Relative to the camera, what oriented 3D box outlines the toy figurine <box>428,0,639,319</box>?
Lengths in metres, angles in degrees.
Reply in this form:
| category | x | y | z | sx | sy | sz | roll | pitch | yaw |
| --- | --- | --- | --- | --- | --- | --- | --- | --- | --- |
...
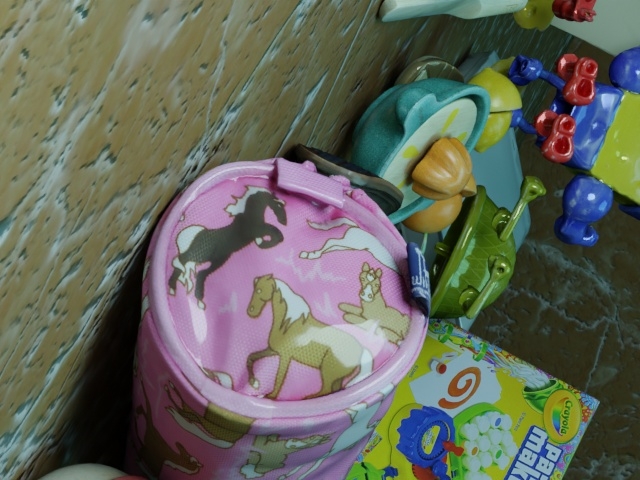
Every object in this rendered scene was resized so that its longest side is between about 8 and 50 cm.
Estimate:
| category | x | y | z | sx | sy | sz | roll | pitch | yaw |
| --- | --- | --- | --- | --- | --- | --- | --- | --- | --- |
| toy figurine | 0.251 | -0.060 | 1.653 | 0.362 | 0.217 | 0.191 | -68 | -162 | -3 |

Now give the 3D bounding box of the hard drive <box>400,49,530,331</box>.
| category | x | y | z | sx | sy | sz | roll | pitch | yaw |
| --- | --- | --- | --- | --- | --- | --- | --- | --- | --- |
| hard drive | 0.141 | -0.049 | 1.900 | 0.307 | 0.040 | 0.203 | -49 | 130 | -63 |

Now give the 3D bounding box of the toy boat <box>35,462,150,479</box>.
| category | x | y | z | sx | sy | sz | roll | pitch | yaw |
| --- | --- | --- | --- | --- | --- | --- | --- | --- | --- |
| toy boat | -0.126 | 0.228 | 1.005 | 0.231 | 0.151 | 0.151 | -55 | 170 | -45 |

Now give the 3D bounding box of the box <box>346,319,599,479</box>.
| category | x | y | z | sx | sy | sz | roll | pitch | yaw |
| --- | --- | --- | --- | --- | --- | --- | --- | --- | --- |
| box | 0.053 | 0.223 | 1.728 | 0.290 | 0.279 | 0.177 | -56 | 170 | -39 |

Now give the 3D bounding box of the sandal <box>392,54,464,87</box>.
| category | x | y | z | sx | sy | sz | roll | pitch | yaw |
| --- | --- | --- | --- | --- | --- | --- | --- | --- | --- |
| sandal | 0.088 | -0.119 | 1.612 | 0.072 | 0.049 | 0.180 | -52 | 162 | 8 |

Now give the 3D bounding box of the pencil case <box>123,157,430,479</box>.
| category | x | y | z | sx | sy | sz | roll | pitch | yaw |
| --- | --- | --- | --- | --- | --- | --- | --- | --- | --- |
| pencil case | -0.042 | 0.109 | 1.160 | 0.167 | 0.160 | 0.386 | -22 | 155 | -21 |

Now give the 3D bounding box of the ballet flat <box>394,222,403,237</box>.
| category | x | y | z | sx | sy | sz | roll | pitch | yaw |
| --- | --- | --- | --- | --- | --- | --- | --- | --- | --- |
| ballet flat | 0.082 | 0.038 | 2.122 | 0.241 | 0.091 | 0.077 | -61 | -156 | 25 |

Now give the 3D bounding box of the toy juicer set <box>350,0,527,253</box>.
| category | x | y | z | sx | sy | sz | roll | pitch | yaw |
| --- | --- | --- | --- | --- | --- | --- | --- | --- | --- |
| toy juicer set | 0.102 | -0.085 | 1.500 | 0.209 | 0.089 | 0.329 | -32 | 153 | -36 |

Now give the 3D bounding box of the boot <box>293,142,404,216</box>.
| category | x | y | z | sx | sy | sz | roll | pitch | yaw |
| --- | --- | --- | --- | --- | --- | --- | --- | --- | --- |
| boot | 0.000 | 0.000 | 1.331 | 0.219 | 0.082 | 0.106 | 62 | 54 | -83 |

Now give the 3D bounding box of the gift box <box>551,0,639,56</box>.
| category | x | y | z | sx | sy | sz | roll | pitch | yaw |
| --- | --- | --- | --- | --- | --- | --- | --- | --- | --- |
| gift box | 0.309 | -0.268 | 1.804 | 0.255 | 0.258 | 0.276 | -65 | 173 | 18 |
